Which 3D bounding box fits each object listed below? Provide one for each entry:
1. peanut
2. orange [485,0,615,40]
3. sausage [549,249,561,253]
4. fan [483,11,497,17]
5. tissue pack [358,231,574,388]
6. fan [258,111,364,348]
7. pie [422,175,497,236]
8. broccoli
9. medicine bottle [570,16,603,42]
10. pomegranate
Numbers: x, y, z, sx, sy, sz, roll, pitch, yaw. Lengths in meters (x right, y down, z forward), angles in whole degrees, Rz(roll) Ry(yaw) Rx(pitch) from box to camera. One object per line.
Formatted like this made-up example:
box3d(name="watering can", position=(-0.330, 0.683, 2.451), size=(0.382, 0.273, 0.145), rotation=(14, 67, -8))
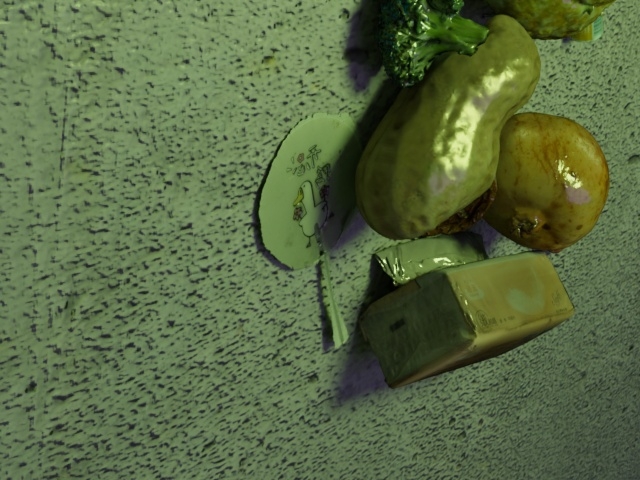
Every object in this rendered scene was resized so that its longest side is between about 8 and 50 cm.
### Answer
box3d(name="peanut", position=(0.197, -0.167, 1.702), size=(0.192, 0.169, 0.387), rotation=(36, 82, -15))
box3d(name="orange", position=(0.385, -0.487, 1.735), size=(0.271, 0.210, 0.368), rotation=(15, 96, -29))
box3d(name="sausage", position=(0.410, -0.010, 2.193), size=(0.253, 0.034, 0.034), rotation=(18, 95, -53))
box3d(name="fan", position=(0.290, -0.369, 1.867), size=(0.083, 0.004, 0.056), rotation=(-13, 119, -46))
box3d(name="tissue pack", position=(0.231, 0.092, 1.909), size=(0.305, 0.238, 0.238), rotation=(-9, 116, -48))
box3d(name="fan", position=(-0.001, 0.000, 1.709), size=(0.233, 0.012, 0.414), rotation=(-35, 131, -35))
box3d(name="pie", position=(0.233, -0.067, 1.864), size=(0.033, 0.088, 0.191), rotation=(-78, -168, -48))
box3d(name="broccoli", position=(0.156, -0.300, 1.617), size=(0.167, 0.160, 0.154), rotation=(-59, 167, -30))
box3d(name="medicine bottle", position=(0.454, -0.447, 1.971), size=(0.074, 0.074, 0.218), rotation=(-43, 140, -27))
box3d(name="pomegranate", position=(0.367, -0.097, 1.925), size=(0.248, 0.248, 0.248), rotation=(-28, 129, -40))
